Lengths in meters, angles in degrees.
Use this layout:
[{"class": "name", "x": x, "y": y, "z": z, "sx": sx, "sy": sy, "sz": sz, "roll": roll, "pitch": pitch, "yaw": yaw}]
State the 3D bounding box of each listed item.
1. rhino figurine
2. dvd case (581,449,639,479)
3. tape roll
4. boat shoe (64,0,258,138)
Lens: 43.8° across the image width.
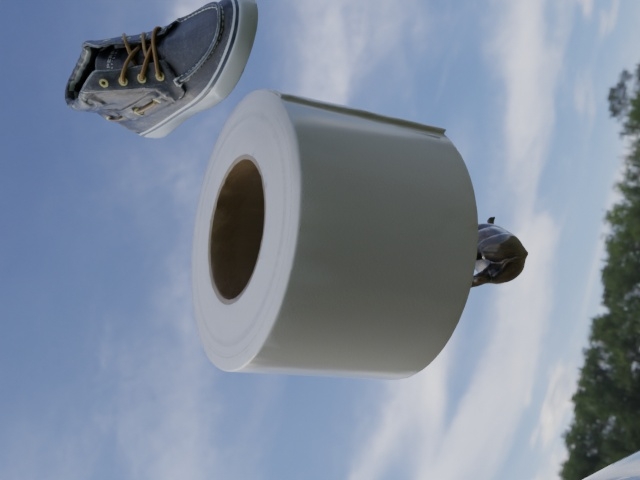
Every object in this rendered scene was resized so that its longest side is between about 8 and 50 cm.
[{"class": "rhino figurine", "x": 0.237, "y": 0.012, "z": 1.167, "sx": 0.243, "sy": 0.106, "sz": 0.073, "roll": -74, "pitch": -33, "yaw": -78}, {"class": "dvd case", "x": 0.242, "y": 0.102, "z": 0.417, "sx": 0.179, "sy": 0.030, "sz": 0.239, "roll": -20, "pitch": -18, "yaw": -17}, {"class": "tape roll", "x": 0.000, "y": 0.000, "z": 0.716, "sx": 0.169, "sy": 0.246, "sz": 0.246, "roll": 7, "pitch": -81, "yaw": -26}, {"class": "boat shoe", "x": -0.121, "y": -0.127, "z": 0.578, "sx": 0.083, "sy": 0.183, "sz": 0.065, "roll": 11, "pitch": -113, "yaw": -33}]
